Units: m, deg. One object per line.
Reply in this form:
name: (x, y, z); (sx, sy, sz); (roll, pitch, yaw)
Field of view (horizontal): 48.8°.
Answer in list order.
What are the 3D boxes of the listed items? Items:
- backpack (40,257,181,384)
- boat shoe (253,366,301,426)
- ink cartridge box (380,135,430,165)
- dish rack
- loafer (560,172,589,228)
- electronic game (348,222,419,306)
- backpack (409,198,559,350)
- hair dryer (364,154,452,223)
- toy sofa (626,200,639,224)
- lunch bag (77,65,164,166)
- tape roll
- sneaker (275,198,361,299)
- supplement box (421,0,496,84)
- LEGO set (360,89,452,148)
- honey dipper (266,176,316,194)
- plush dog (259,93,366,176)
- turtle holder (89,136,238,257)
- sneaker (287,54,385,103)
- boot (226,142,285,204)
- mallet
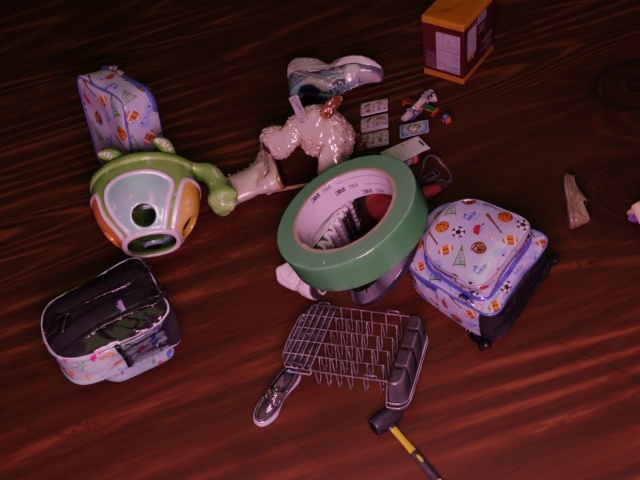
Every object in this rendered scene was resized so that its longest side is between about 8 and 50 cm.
backpack: (-0.442, 0.182, 1.478); (0.253, 0.191, 0.225); (-24, 47, -20)
boat shoe: (-0.090, 0.305, 1.409); (0.049, 0.040, 0.142); (22, 57, 26)
ink cartridge box: (0.218, -0.221, 1.811); (0.115, 0.029, 0.063); (-25, 50, -12)
dish rack: (0.067, 0.219, 1.417); (0.271, 0.074, 0.208); (6, 39, 20)
loafer: (0.585, -0.090, 1.619); (0.050, 0.056, 0.148); (-1, 60, 8)
electronic game: (0.134, 0.038, 1.507); (0.048, 0.229, 0.229); (32, 50, -20)
backpack: (0.309, 0.042, 1.464); (0.263, 0.213, 0.276); (24, 60, 40)
hair dryer: (0.216, -0.101, 1.669); (0.223, 0.080, 0.294); (0, 57, -1)
toy sofa: (0.867, -0.076, 1.513); (0.362, 0.177, 0.150); (-20, 74, -7)
lunch bag: (-0.515, -0.298, 1.824); (0.243, 0.303, 0.115); (31, 48, 32)
tape roll: (0.064, -0.042, 1.481); (0.321, 0.077, 0.321); (-20, 40, 18)
sneaker: (0.000, 0.000, 1.618); (0.118, 0.110, 0.292); (12, 52, 31)
supplement box: (0.390, -0.583, 1.978); (0.129, 0.194, 0.191); (25, 58, 28)
LEGO set: (0.230, -0.322, 1.895); (0.244, 0.060, 0.182); (-11, 48, 16)
honey dipper: (-0.063, -0.138, 1.790); (0.160, 0.030, 0.030); (-8, 49, 5)
plush dog: (0.007, -0.273, 1.772); (0.262, 0.211, 0.225); (26, 15, 4)
turtle holder: (-0.383, -0.084, 1.694); (0.320, 0.243, 0.227); (3, 57, -29)
sneaker: (0.042, -0.444, 2.003); (0.283, 0.110, 0.122); (0, 68, 13)
boot: (-0.183, -0.171, 1.809); (0.165, 0.077, 0.213); (-23, 37, 4)
mallet: (0.174, 0.380, 1.306); (0.062, 0.039, 0.189); (-38, 58, -24)
